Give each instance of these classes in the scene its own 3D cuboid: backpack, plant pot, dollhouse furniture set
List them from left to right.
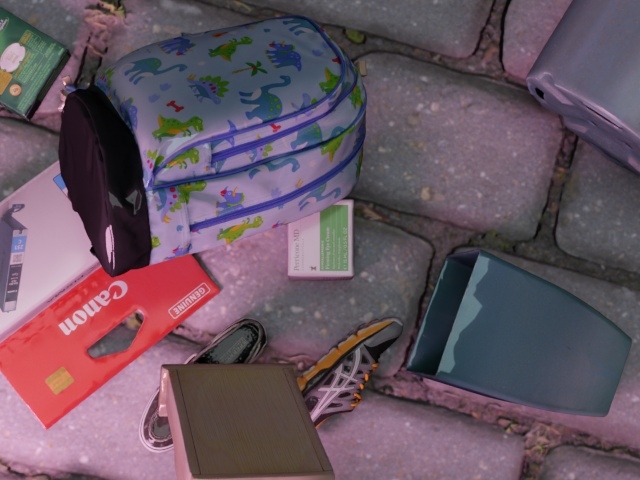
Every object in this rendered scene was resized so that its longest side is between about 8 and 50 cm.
[{"bbox_3d":[-0.114,-0.126,1.456,0.355,0.290,0.273,-2,124,-23],"label":"backpack"},{"bbox_3d":[-0.109,0.379,1.441,0.362,0.256,0.394,1,113,-13],"label":"dollhouse furniture set"},{"bbox_3d":[0.258,0.134,1.534,0.234,0.166,0.166,22,83,-7],"label":"plant pot"},{"bbox_3d":[0.456,-0.262,1.512,0.341,0.341,0.334,36,92,2],"label":"plant pot"}]

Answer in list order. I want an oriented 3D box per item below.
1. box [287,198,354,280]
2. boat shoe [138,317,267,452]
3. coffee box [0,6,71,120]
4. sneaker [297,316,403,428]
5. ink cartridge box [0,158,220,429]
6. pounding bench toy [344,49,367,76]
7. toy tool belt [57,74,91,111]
[{"bbox_3d":[0.000,0.000,1.563,0.087,0.102,0.101,0,85,0],"label":"box"},{"bbox_3d":[-0.156,0.183,1.554,0.078,0.070,0.219,41,84,3],"label":"boat shoe"},{"bbox_3d":[-0.439,-0.254,1.607,0.184,0.040,0.113,30,83,1],"label":"coffee box"},{"bbox_3d":[0.029,0.179,1.559,0.215,0.084,0.083,-41,86,5],"label":"sneaker"},{"bbox_3d":[-0.317,0.048,1.544,0.296,0.066,0.261,-39,86,-15],"label":"ink cartridge box"},{"bbox_3d":[0.019,-0.221,1.606,0.083,0.065,0.052,3,83,-2],"label":"pounding bench toy"},{"bbox_3d":[-0.305,-0.190,1.600,0.083,0.052,0.051,7,92,-2],"label":"toy tool belt"}]
